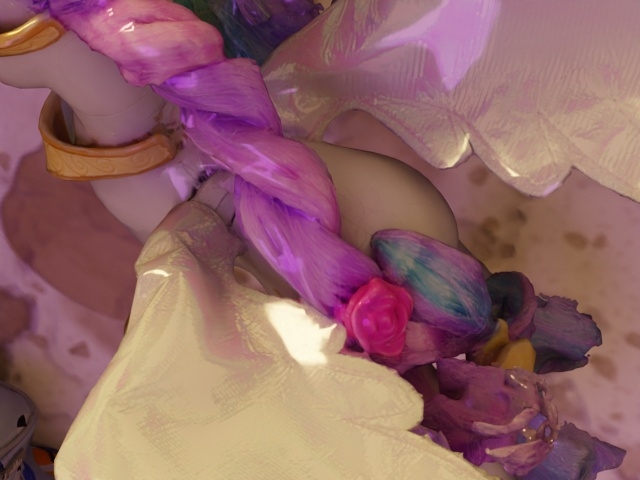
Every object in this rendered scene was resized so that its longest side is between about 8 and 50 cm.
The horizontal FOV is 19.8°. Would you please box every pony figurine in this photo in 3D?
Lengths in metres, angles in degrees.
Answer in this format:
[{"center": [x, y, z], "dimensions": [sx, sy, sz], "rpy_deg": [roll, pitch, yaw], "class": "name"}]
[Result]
[{"center": [0.000, 0.000, 0.657], "dimensions": [0.351, 0.302, 0.363], "rpy_deg": [28, 167, 27], "class": "pony figurine"}]

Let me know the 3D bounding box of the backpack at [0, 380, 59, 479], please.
[{"center": [-0.263, 0.177, 0.919], "dimensions": [0.277, 0.263, 0.213], "rpy_deg": [11, 125, 17], "class": "backpack"}]
